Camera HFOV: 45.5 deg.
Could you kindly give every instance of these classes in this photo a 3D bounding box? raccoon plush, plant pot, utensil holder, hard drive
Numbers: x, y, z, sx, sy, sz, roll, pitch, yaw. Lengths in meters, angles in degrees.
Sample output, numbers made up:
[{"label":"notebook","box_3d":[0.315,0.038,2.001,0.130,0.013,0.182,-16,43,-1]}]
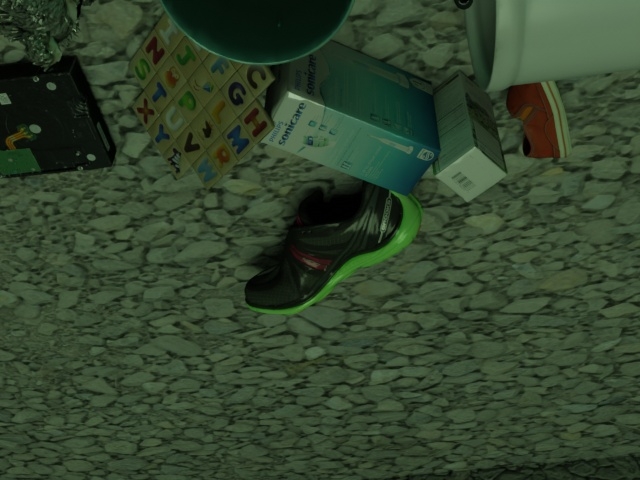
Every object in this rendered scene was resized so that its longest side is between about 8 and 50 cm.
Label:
[{"label":"raccoon plush","box_3d":[-0.526,-0.347,1.219,0.446,0.299,0.216,-29,129,28]},{"label":"plant pot","box_3d":[-0.087,-0.453,1.141,0.293,0.235,0.293,2,137,2]},{"label":"utensil holder","box_3d":[0.420,-0.404,1.121,0.386,0.327,0.327,-6,136,5]},{"label":"hard drive","box_3d":[-0.604,-0.233,1.510,0.339,0.064,0.237,-6,136,7]}]

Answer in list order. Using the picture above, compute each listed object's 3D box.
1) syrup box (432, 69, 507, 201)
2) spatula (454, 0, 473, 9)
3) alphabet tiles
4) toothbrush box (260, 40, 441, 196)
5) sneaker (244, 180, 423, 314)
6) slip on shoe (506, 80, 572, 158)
[{"label":"syrup box","box_3d":[0.262,-0.195,1.400,0.093,0.237,0.096,34,126,-29]},{"label":"spatula","box_3d":[0.185,-0.484,1.111,0.084,0.030,0.296,-10,113,10]},{"label":"alphabet tiles","box_3d":[-0.219,-0.260,1.353,0.342,0.011,0.285,-36,85,44]},{"label":"toothbrush box","box_3d":[0.054,-0.235,1.381,0.296,0.216,0.126,19,133,-18]},{"label":"sneaker","box_3d":[0.000,0.000,1.689,0.483,0.185,0.202,-35,108,28]},{"label":"slip on shoe","box_3d":[0.392,-0.269,1.414,0.101,0.123,0.331,-12,140,19]}]
